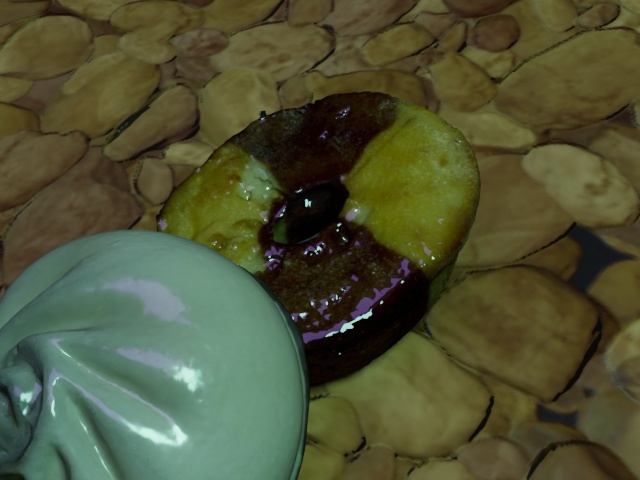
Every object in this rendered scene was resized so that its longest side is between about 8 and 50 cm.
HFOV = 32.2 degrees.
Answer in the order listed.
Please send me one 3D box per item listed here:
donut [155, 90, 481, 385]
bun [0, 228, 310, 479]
[{"bbox_3d":[0.000,0.000,0.618,0.166,0.073,0.184,24,59,28],"label":"donut"},{"bbox_3d":[-0.097,0.078,0.505,0.172,0.120,0.173,-5,81,32],"label":"bun"}]
